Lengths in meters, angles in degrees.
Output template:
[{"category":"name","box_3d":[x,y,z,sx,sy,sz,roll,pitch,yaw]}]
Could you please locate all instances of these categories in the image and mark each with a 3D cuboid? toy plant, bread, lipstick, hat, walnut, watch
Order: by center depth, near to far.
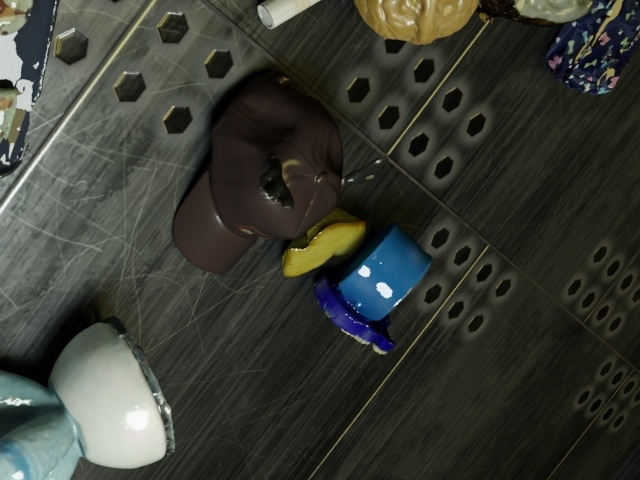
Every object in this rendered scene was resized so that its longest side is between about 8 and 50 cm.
[{"category":"toy plant","box_3d":[-0.404,0.274,1.398,0.332,0.247,0.247,-24,133,-24]},{"category":"lipstick","box_3d":[-0.024,-0.354,1.400,0.141,0.040,0.040,-35,137,-18]},{"category":"walnut","box_3d":[0.138,-0.386,1.409,0.213,0.213,0.213,-23,133,-28]},{"category":"hat","box_3d":[-0.059,-0.059,1.464,0.238,0.209,0.336,9,115,-48]},{"category":"bread","box_3d":[0.000,0.000,1.675,0.149,0.065,0.187,-46,161,23]},{"category":"watch","box_3d":[0.104,0.071,1.732,0.171,0.196,0.200,39,108,-12]}]

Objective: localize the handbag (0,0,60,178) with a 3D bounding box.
[{"category":"handbag","box_3d":[-0.460,-0.223,1.052,0.329,0.122,0.303,-1,121,-40]}]

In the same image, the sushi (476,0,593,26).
[{"category":"sushi","box_3d":[0.328,-0.503,1.488,0.234,0.207,0.348,16,103,-34]}]

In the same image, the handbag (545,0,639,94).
[{"category":"handbag","box_3d":[0.528,-0.395,1.809,0.162,0.113,0.260,10,114,-38]}]
